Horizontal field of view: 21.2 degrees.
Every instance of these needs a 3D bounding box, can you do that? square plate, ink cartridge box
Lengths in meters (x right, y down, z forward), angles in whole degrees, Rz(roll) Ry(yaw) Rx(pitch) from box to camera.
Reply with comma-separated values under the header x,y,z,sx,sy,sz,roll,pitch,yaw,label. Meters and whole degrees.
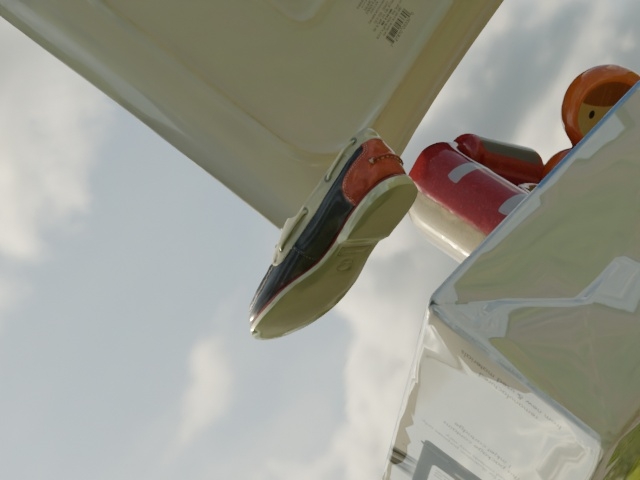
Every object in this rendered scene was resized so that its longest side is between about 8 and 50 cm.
x,y,z,sx,sy,sz,roll,pitch,yaw,label
-0.032,-0.217,1.297,0.347,0.344,0.049,-57,12,-22,square plate
0.073,0.048,0.513,0.104,0.060,0.180,-45,-19,-27,ink cartridge box

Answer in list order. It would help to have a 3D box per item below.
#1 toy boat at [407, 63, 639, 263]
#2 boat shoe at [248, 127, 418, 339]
x,y,z,sx,sy,sz,roll,pitch,yaw,label
0.166,-0.037,1.072,0.151,0.231,0.151,11,-75,-32,toy boat
0.000,0.000,0.915,0.049,0.043,0.137,-2,-40,-46,boat shoe
